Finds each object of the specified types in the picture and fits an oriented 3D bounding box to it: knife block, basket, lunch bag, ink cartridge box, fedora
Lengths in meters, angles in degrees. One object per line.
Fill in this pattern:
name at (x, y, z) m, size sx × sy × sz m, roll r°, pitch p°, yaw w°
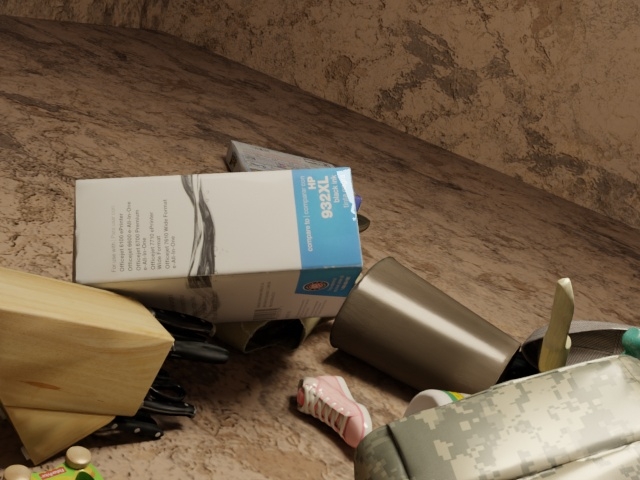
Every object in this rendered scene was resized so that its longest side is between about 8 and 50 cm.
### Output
knife block at (-0.210, 0.095, 0.779) m, size 0.242 × 0.275 × 0.088 m, roll -30°, pitch 44°, yaw -27°
basket at (0.157, 0.144, 1.122) m, size 0.227 × 0.154 × 0.204 m, roll 30°, pitch 16°, yaw 18°
lunch bag at (0.191, 0.267, 0.626) m, size 0.305 × 0.212 × 0.256 m, roll -12°, pitch 31°, yaw -10°
ink cartridge box at (-0.123, 0.017, 0.937) m, size 0.308 × 0.128 × 0.223 m, roll -3°, pitch -18°, yaw -9°
fedora at (0.408, 0.209, 1.062) m, size 0.276 × 0.124 × 0.243 m, roll 15°, pitch -24°, yaw 3°

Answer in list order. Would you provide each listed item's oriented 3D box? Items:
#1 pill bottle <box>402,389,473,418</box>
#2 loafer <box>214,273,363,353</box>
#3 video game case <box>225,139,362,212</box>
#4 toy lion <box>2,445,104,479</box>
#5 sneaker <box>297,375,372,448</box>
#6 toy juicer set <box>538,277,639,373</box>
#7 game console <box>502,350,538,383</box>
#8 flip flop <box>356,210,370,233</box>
pill bottle at (0.209, 0.247, 0.929) m, size 0.209 × 0.117 × 0.117 m, roll 12°, pitch 20°, yaw -21°
loafer at (-0.036, 0.107, 1.119) m, size 0.269 × 0.101 × 0.092 m, roll -12°, pitch 50°, yaw -33°
video game case at (-0.068, -0.140, 1.803) m, size 0.270 × 0.061 × 0.244 m, roll 11°, pitch 19°, yaw -21°
toy lion at (-0.229, 0.234, 0.686) m, size 0.096 × 0.034 × 0.100 m, roll 39°, pitch 26°, yaw 29°
sneaker at (0.010, 0.208, 0.951) m, size 0.070 × 0.050 × 0.134 m, roll 9°, pitch 18°, yaw -23°
toy juicer set at (0.344, 0.180, 0.823) m, size 0.329 × 0.090 × 0.209 m, roll 54°, pitch -12°, yaw 11°
game console at (0.465, 0.273, 1.216) m, size 0.361 × 0.043 × 0.213 m, roll 29°, pitch 23°, yaw 27°
flip flop at (0.000, 0.000, 1.482) m, size 0.112 × 0.080 × 0.277 m, roll 29°, pitch 36°, yaw 14°
